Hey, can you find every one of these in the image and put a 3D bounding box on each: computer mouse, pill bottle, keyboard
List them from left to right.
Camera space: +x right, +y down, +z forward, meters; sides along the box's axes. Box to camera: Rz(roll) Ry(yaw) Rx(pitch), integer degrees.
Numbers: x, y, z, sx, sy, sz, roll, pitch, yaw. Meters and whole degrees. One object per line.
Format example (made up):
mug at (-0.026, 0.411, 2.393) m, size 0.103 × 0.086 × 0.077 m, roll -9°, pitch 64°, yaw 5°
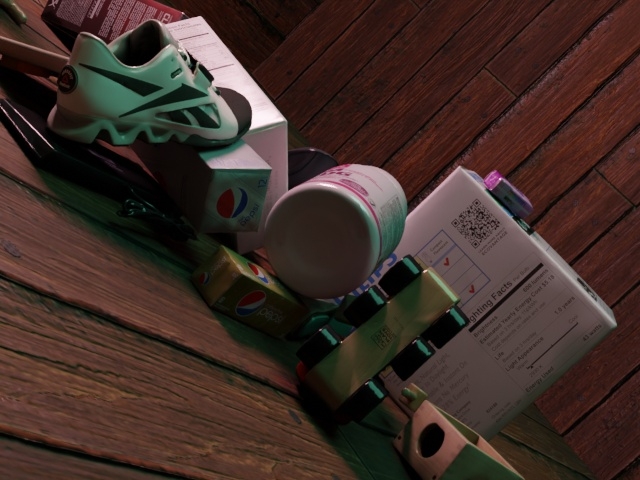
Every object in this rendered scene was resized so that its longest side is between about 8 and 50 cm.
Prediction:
keyboard at (-0.261, -0.073, 1.316) m, size 0.201 × 0.033 × 0.317 m, roll 42°, pitch 6°, yaw 24°
computer mouse at (-0.062, -0.089, 1.896) m, size 0.184 × 0.262 × 0.060 m, roll 38°, pitch 53°, yaw -47°
pill bottle at (0.034, -0.024, 1.504) m, size 0.160 × 0.160 × 0.283 m, roll 46°, pitch 19°, yaw 2°

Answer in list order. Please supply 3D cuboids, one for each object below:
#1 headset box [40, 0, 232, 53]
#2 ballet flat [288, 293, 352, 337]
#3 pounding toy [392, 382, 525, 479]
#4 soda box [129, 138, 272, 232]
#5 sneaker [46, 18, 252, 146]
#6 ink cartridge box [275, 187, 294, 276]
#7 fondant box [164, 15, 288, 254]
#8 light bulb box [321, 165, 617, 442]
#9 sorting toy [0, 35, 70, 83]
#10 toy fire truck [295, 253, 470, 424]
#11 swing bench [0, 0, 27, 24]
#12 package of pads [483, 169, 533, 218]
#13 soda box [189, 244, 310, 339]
headset box at (-0.313, -0.364, 1.869) m, size 0.293 × 0.110 × 0.218 m, roll 26°, pitch 1°, yaw 20°
ballet flat at (-0.009, 0.110, 1.562) m, size 0.068 × 0.072 × 0.213 m, roll 44°, pitch 8°, yaw 20°
pounding toy at (0.155, 0.288, 1.483) m, size 0.181 × 0.094 × 0.206 m, roll 36°, pitch 3°, yaw -29°
soda box at (-0.174, -0.116, 1.446) m, size 0.091 × 0.098 × 0.286 m, roll -1°, pitch 29°, yaw -31°
sneaker at (-0.188, -0.201, 1.317) m, size 0.122 × 0.146 × 0.330 m, roll 25°, pitch 19°, yaw 28°
ink cartridge box at (0.000, 0.000, 1.820) m, size 0.065 × 0.165 × 0.332 m, roll 11°, pitch 1°, yaw 12°
fondant box at (-0.162, -0.171, 1.663) m, size 0.330 × 0.096 × 0.238 m, roll 54°, pitch -26°, yaw 41°
light bulb box at (0.248, 0.121, 1.781) m, size 0.361 × 0.358 × 0.225 m, roll 47°, pitch 11°, yaw 8°
sorting toy at (-0.330, -0.224, 1.400) m, size 0.193 × 0.038 × 0.208 m, roll 20°, pitch 6°, yaw 24°
toy fire truck at (0.060, 0.134, 1.397) m, size 0.158 × 0.217 × 0.246 m, roll 47°, pitch -14°, yaw 11°
swing bench at (-0.481, -0.527, 1.636) m, size 0.255 × 0.253 × 0.165 m, roll 51°, pitch 9°, yaw 33°
package of pads at (0.307, -0.075, 1.699) m, size 0.083 × 0.032 × 0.050 m, roll 39°, pitch 13°, yaw -21°
soda box at (-0.089, 0.071, 1.369) m, size 0.058 × 0.061 × 0.181 m, roll 50°, pitch 9°, yaw 32°
